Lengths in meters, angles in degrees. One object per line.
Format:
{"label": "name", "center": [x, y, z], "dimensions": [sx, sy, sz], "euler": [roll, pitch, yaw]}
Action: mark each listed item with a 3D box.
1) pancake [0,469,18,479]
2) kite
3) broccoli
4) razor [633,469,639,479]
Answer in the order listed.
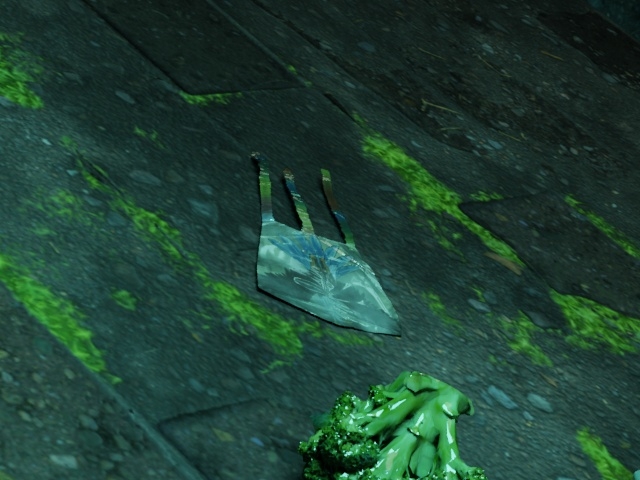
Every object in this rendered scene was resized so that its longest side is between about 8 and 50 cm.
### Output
{"label": "pancake", "center": [-0.271, 0.238, 1.347], "dimensions": [0.241, 0.050, 0.242], "euler": [15, 31, -9]}
{"label": "kite", "center": [-0.001, 0.002, 2.098], "dimensions": [0.169, 0.015, 0.310], "euler": [20, 29, -18]}
{"label": "broccoli", "center": [0.070, 0.194, 1.665], "dimensions": [0.195, 0.156, 0.195], "euler": [22, -7, 3]}
{"label": "razor", "center": [0.331, 0.284, 1.890], "dimensions": [0.084, 0.036, 0.211], "euler": [25, 26, -14]}
